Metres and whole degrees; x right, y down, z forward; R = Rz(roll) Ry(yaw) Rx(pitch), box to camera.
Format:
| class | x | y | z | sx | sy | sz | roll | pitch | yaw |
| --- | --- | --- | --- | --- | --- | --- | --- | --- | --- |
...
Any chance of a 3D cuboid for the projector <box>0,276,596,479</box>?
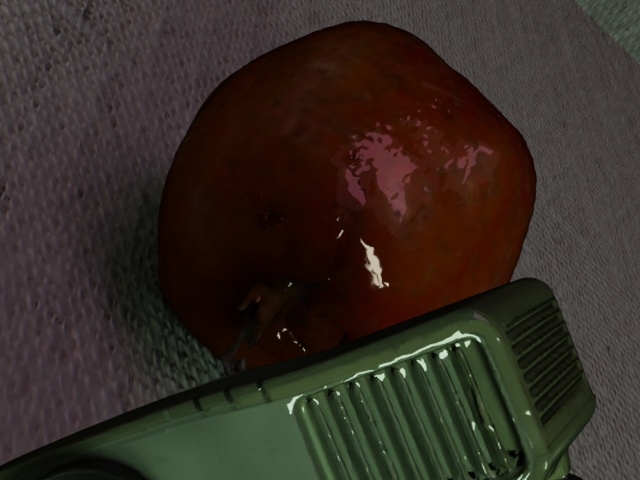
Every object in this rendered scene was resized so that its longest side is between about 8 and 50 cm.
| class | x | y | z | sx | sy | sz | roll | pitch | yaw |
| --- | --- | --- | --- | --- | --- | --- | --- | --- | --- |
| projector | -0.042 | 0.097 | 0.623 | 0.088 | 0.269 | 0.193 | 69 | 16 | 3 |

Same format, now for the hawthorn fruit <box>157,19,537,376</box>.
| class | x | y | z | sx | sy | sz | roll | pitch | yaw |
| --- | --- | --- | --- | --- | --- | --- | --- | --- | --- |
| hawthorn fruit | 0.000 | 0.000 | 0.983 | 0.211 | 0.211 | 0.299 | 48 | 36 | -5 |
